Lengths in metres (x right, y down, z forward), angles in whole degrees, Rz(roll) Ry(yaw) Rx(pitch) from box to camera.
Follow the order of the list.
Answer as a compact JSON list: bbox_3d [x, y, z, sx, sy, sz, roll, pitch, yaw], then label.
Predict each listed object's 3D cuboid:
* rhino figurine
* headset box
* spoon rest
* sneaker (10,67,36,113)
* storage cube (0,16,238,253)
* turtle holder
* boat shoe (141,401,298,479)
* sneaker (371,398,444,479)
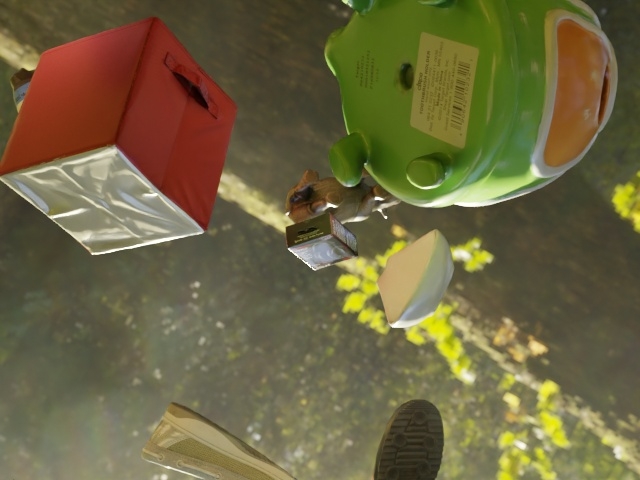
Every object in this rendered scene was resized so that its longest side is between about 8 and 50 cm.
[{"bbox_3d":[0.051,-0.066,1.703,0.243,0.073,0.106,-7,158,-38],"label":"rhino figurine"},{"bbox_3d":[0.000,0.000,1.371,0.083,0.062,0.032,40,38,-55],"label":"headset box"},{"bbox_3d":[0.122,0.055,1.519,0.276,0.084,0.137,84,31,-84],"label":"spoon rest"},{"bbox_3d":[-0.382,-0.215,1.650,0.152,0.085,0.058,-2,152,-45],"label":"sneaker"},{"bbox_3d":[-0.240,-0.119,1.361,0.215,0.184,0.193,-11,-128,29],"label":"storage cube"},{"bbox_3d":[0.133,-0.147,1.088,0.320,0.227,0.243,-23,-106,60],"label":"turtle holder"},{"bbox_3d":[-0.127,0.373,1.762,0.103,0.320,0.118,-56,-160,-9],"label":"boat shoe"},{"bbox_3d":[0.121,0.411,1.863,0.131,0.112,0.319,-172,-86,-78],"label":"sneaker"}]
